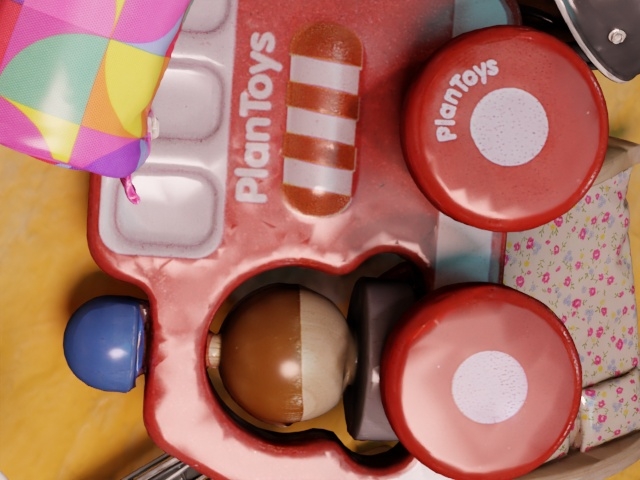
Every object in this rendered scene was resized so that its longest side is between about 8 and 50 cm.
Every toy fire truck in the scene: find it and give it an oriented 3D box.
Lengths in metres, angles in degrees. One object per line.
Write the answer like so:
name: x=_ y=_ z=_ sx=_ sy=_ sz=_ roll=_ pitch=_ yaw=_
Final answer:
toy fire truck: x=0.000 y=0.000 z=0.961 sx=0.253 sy=0.169 sz=0.302 roll=5 pitch=95 yaw=-5

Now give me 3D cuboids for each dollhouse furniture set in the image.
dollhouse furniture set: x=0.190 y=0.001 z=1.076 sx=0.355 sy=0.174 sz=0.303 roll=-17 pitch=111 yaw=-28

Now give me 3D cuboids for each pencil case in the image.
pencil case: x=-0.091 y=-0.142 z=0.863 sx=0.104 sy=0.104 sz=0.236 roll=15 pitch=100 yaw=-34

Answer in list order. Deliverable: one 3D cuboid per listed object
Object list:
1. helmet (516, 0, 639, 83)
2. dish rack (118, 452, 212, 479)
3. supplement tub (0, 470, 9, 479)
helmet: x=0.151 y=-0.169 z=0.999 sx=0.169 sy=0.161 sz=0.169 roll=-9 pitch=104 yaw=-42
dish rack: x=-0.072 y=0.244 z=1.039 sx=0.208 sy=0.074 sz=0.272 roll=-34 pitch=117 yaw=-22
supplement tub: x=-0.276 y=0.164 z=0.812 sx=0.272 sy=0.191 sz=0.191 roll=-46 pitch=122 yaw=-14
